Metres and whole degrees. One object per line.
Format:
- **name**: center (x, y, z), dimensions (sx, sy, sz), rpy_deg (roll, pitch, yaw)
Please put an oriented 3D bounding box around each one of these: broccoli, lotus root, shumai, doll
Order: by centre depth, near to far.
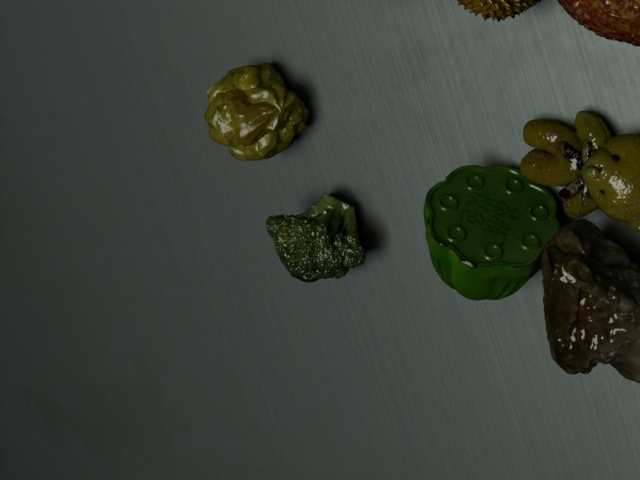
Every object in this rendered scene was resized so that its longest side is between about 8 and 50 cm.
- **shumai**: center (0.373, 0.071, 1.353), dimensions (0.185, 0.184, 0.218), rpy_deg (-7, 123, 6)
- **doll**: center (0.327, -0.090, 1.355), dimensions (0.209, 0.097, 0.137), rpy_deg (18, 105, 43)
- **lotus root**: center (0.218, 0.017, 1.467), dimensions (0.186, 0.186, 0.186), rpy_deg (18, 120, 35)
- **broccoli**: center (0.000, 0.000, 1.668), dimensions (0.162, 0.145, 0.138), rpy_deg (27, 94, 49)

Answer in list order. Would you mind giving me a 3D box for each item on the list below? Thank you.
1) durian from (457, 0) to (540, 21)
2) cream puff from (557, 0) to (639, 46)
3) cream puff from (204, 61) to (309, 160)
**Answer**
- **durian**: center (0.214, -0.343, 1.303), dimensions (0.158, 0.168, 0.137), rpy_deg (-53, 34, 14)
- **cream puff**: center (0.352, -0.326, 1.186), dimensions (0.240, 0.164, 0.240), rpy_deg (14, 112, 39)
- **cream puff**: center (-0.097, -0.197, 1.665), dimensions (0.156, 0.121, 0.156), rpy_deg (13, 110, 37)
